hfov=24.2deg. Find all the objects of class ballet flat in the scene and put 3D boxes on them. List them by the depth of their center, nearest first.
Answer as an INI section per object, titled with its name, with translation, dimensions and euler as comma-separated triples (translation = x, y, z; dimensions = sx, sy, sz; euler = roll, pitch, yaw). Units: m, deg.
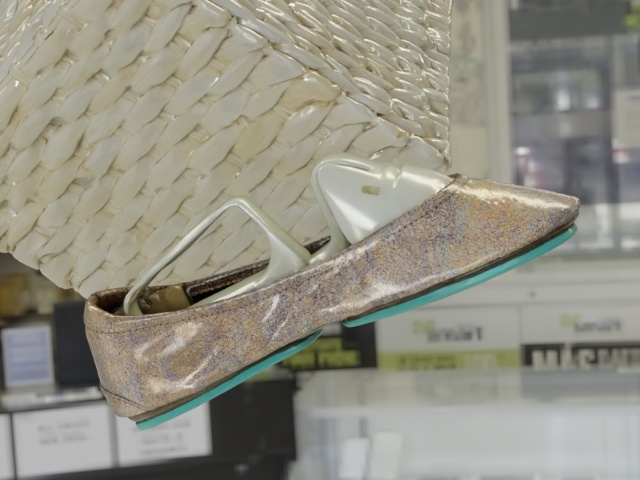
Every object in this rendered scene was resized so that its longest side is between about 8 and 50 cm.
[ballet flat]
translation = -0.006, 0.011, 0.889
dimensions = 0.316, 0.106, 0.107
euler = -25, 6, 10

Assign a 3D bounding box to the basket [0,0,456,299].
[basket]
translation = -0.109, -0.127, 1.186
dimensions = 0.328, 0.266, 0.331
euler = 32, -51, -25
